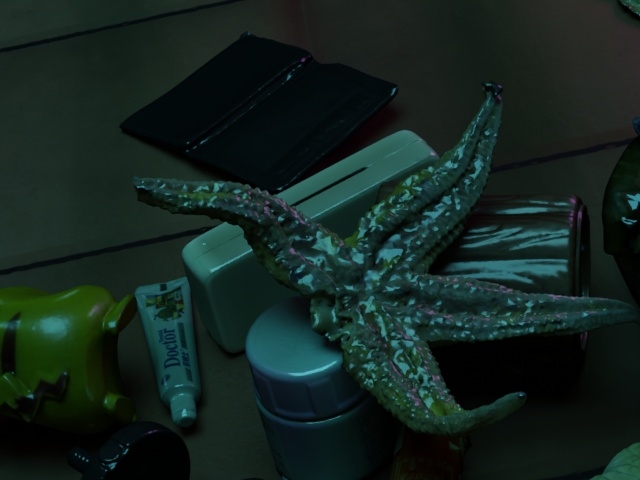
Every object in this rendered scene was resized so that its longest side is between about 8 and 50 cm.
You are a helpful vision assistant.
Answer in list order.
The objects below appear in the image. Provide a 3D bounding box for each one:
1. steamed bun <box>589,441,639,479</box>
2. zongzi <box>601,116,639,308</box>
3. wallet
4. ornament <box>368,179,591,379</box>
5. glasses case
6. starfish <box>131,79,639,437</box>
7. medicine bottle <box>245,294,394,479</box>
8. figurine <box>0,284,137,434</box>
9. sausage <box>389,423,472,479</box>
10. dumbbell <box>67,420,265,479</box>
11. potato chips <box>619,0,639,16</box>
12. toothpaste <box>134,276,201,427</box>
[{"bbox_3d":[0.361,0.281,1.496,0.289,0.203,0.276,-27,16,-17],"label":"steamed bun"},{"bbox_3d":[0.334,-0.030,1.743,0.208,0.403,0.432,-58,41,3],"label":"zongzi"},{"bbox_3d":[-0.077,-0.172,2.268,0.247,0.041,0.323,-39,42,-27],"label":"wallet"},{"bbox_3d":[0.168,0.042,1.837,0.217,0.235,0.221,1,68,13],"label":"ornament"},{"bbox_3d":[0.000,0.000,1.976,0.313,0.131,0.070,-29,42,-16],"label":"glasses case"},{"bbox_3d":[0.082,0.024,1.670,0.384,0.132,0.398,-27,61,-19],"label":"starfish"},{"bbox_3d":[-0.001,0.153,1.768,0.135,0.168,0.135,-8,41,7],"label":"medicine bottle"},{"bbox_3d":[-0.356,0.136,1.905,0.326,0.218,0.169,2,1,29],"label":"figurine"},{"bbox_3d":[0.090,0.286,1.666,0.083,0.083,0.264,-2,43,15],"label":"sausage"},{"bbox_3d":[-0.131,0.270,1.691,0.325,0.143,0.143,23,52,35],"label":"dumbbell"},{"bbox_3d":[0.453,-0.310,2.282,0.092,0.028,0.207,-28,40,-13],"label":"potato chips"},{"bbox_3d":[-0.166,0.121,1.962,0.067,0.037,0.255,-15,36,-1],"label":"toothpaste"}]
